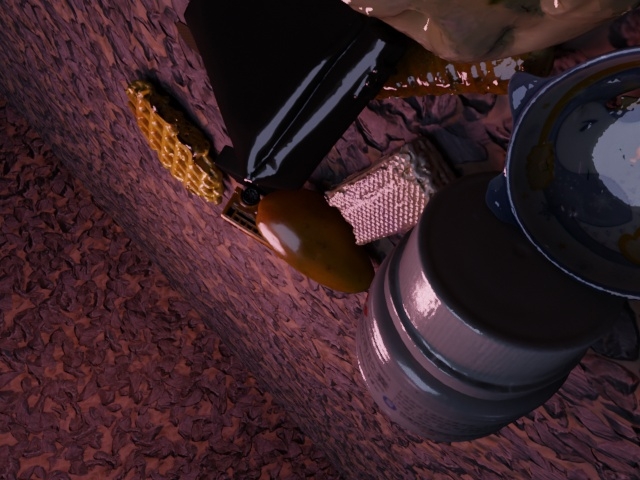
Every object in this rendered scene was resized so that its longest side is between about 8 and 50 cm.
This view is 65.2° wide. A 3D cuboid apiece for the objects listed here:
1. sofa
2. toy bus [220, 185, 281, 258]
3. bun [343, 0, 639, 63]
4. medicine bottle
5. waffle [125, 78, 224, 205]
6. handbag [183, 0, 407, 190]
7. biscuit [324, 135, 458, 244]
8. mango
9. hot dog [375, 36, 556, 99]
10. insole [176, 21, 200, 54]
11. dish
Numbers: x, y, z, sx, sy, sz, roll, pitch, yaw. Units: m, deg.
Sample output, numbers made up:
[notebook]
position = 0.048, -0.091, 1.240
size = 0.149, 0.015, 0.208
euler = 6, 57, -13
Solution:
[sofa]
position = -0.132, -0.137, 0.995
size = 0.147, 0.060, 0.085
euler = 28, 172, 37
[toy bus]
position = -0.096, -0.026, 0.986
size = 0.194, 0.088, 0.083
euler = 32, 173, -2
[bun]
position = 0.079, -0.251, 0.275
size = 0.326, 0.234, 0.362
euler = 13, 154, 44
[medicine bottle]
position = 0.178, 0.089, 0.595
size = 0.245, 0.245, 0.306
euler = 39, 152, 18
[waffle]
position = -0.340, -0.224, 1.185
size = 0.312, 0.060, 0.307
euler = 33, 153, 29
[handbag]
position = -0.037, -0.229, 0.557
size = 0.257, 0.113, 0.285
euler = -40, 65, 46
[biscuit]
position = 0.097, -0.065, 0.721
size = 0.108, 0.062, 0.239
euler = 54, 153, -8
[mango]
position = 0.000, 0.000, 0.891
size = 0.253, 0.138, 0.113
euler = 40, -164, -8
[hot dog]
position = 0.103, -0.188, 0.535
size = 0.289, 0.068, 0.083
euler = 17, 133, 50
[insole]
position = -0.210, -0.338, 0.888
size = 0.135, 0.002, 0.045
euler = 46, 155, 4
[dish]
position = 0.267, -0.070, 0.405
size = 0.236, 0.086, 0.228
euler = 23, 128, 39
